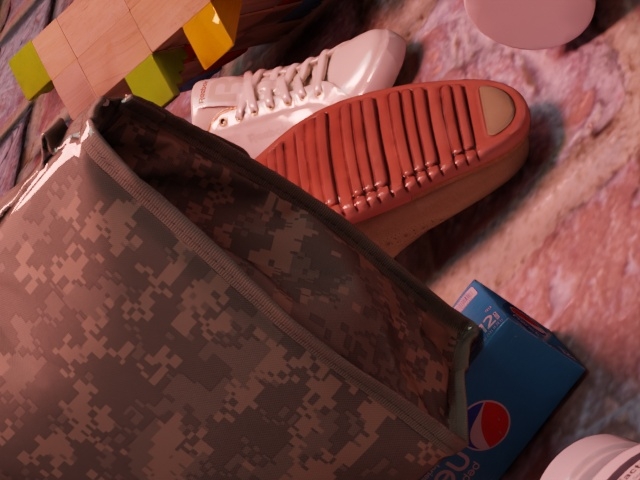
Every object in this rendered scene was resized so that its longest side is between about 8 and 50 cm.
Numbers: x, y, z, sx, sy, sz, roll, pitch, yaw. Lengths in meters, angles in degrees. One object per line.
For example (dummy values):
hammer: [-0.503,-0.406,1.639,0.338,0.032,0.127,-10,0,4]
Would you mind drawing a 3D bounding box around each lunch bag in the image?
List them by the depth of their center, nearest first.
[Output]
lunch bag: [-0.089,0.070,0.954,0.235,0.287,0.169,-46,14,26]

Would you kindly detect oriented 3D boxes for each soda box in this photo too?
soda box: [0.072,0.135,1.031,0.210,0.071,0.067,-53,23,9]

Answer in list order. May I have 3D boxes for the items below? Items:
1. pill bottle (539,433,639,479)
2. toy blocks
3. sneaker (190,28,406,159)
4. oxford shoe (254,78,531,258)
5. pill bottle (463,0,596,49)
pill bottle: [0.182,0.156,0.766,0.108,0.108,0.180,-59,24,-4]
toy blocks: [-0.106,-0.253,1.634,0.381,0.191,0.261,-33,-8,40]
sneaker: [-0.047,-0.120,1.490,0.290,0.123,0.106,-36,31,37]
oxford shoe: [0.000,0.000,1.262,0.397,0.146,0.140,-23,35,20]
pill bottle: [0.174,-0.257,1.247,0.119,0.119,0.209,-31,35,43]
